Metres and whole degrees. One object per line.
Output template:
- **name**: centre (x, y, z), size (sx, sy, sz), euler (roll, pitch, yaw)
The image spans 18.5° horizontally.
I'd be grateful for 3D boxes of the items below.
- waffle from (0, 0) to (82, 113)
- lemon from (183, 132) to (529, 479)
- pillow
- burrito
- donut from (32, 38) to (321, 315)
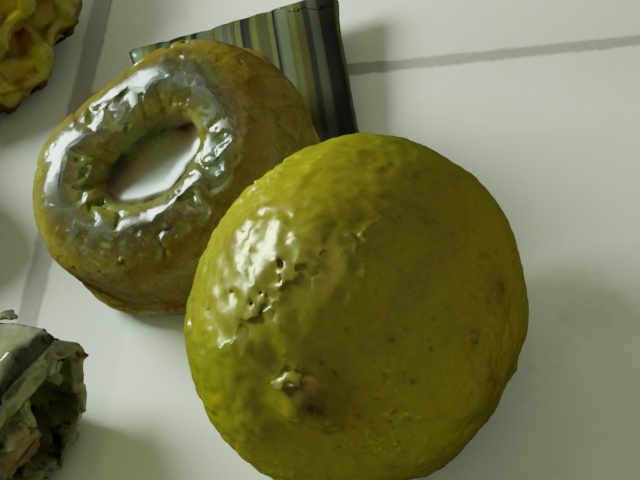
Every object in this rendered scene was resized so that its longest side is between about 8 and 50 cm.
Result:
- **waffle**: centre (-0.406, -0.230, 1.978), size (0.324, 0.151, 0.261), euler (3, 59, 26)
- **lemon**: centre (0.031, 0.055, 1.531), size (0.268, 0.268, 0.322), euler (6, 25, 23)
- **pillow**: centre (-0.071, -0.125, 1.839), size (0.212, 0.052, 0.208), euler (-14, 57, 8)
- **burrito**: centre (-0.368, 0.131, 1.692), size (0.331, 0.135, 0.190), euler (12, 50, 31)
- **donut**: centre (-0.125, -0.054, 1.717), size (0.261, 0.128, 0.208), euler (-42, 65, 8)
